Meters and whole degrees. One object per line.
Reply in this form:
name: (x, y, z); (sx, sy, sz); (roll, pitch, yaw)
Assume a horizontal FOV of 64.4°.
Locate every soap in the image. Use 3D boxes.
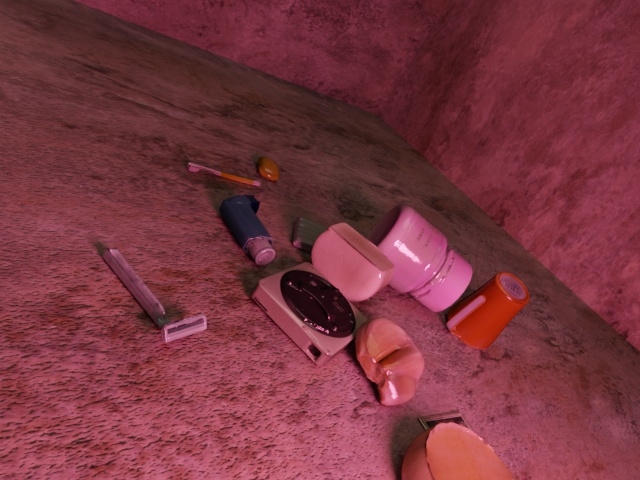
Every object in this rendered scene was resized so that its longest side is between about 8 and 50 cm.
soap: (-0.197, -0.276, 1.934); (0.088, 0.045, 0.140); (26, 26, -24)

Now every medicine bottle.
medicine bottle: (-0.202, -0.038, 1.470); (0.124, 0.079, 0.258); (8, 36, -44)
medicine bottle: (0.322, 0.064, 1.712); (0.324, 0.256, 0.256); (38, 24, -11)

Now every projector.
projector: (-0.015, 0.173, 1.321); (0.257, 0.079, 0.259); (44, 26, 15)

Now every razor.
razor: (-0.366, 0.112, 1.061); (0.277, 0.056, 0.111); (37, 23, 23)

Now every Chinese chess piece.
Chinese chess piece: (0.290, 0.511, 1.052); (0.257, 0.104, 0.257); (25, 30, -16)

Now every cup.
cup: (0.547, 0.233, 1.697); (0.226, 0.264, 0.182); (-2, 50, -35)

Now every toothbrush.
toothbrush: (-0.322, -0.218, 1.717); (0.288, 0.024, 0.021); (11, 36, -43)

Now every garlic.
garlic: (0.188, 0.292, 1.296); (0.217, 0.110, 0.228); (57, 26, 16)

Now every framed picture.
framed picture: (0.338, 0.491, 1.262); (0.183, 0.011, 0.142); (10, 34, -40)

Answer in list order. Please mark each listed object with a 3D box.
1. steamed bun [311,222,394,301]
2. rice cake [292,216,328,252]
steamed bun: (0.085, 0.075, 1.514); (0.241, 0.164, 0.146); (40, 24, 16)
rice cake: (0.000, 0.000, 1.693); (0.198, 0.037, 0.189); (27, 27, -15)
